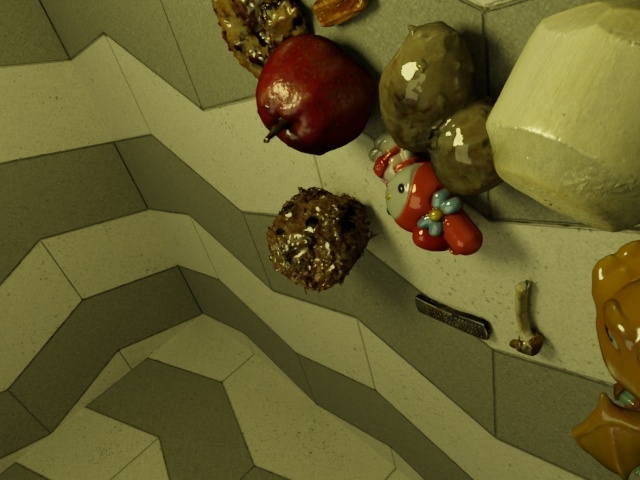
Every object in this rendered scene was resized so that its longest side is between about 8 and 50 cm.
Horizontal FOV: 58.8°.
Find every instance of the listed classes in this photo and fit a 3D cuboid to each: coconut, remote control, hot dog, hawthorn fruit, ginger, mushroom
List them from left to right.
[{"bbox_3d":[-0.026,-0.262,1.064,0.210,0.266,0.230,-28,104,45],"label":"hawthorn fruit"},{"bbox_3d":[0.039,-0.418,0.997,0.144,0.038,0.062,3,124,55],"label":"hot dog"},{"bbox_3d":[0.313,0.181,1.356,0.212,0.028,0.059,20,137,46],"label":"remote control"},{"bbox_3d":[0.224,-0.185,0.898,0.304,0.155,0.244,39,146,7],"label":"ginger"},{"bbox_3d":[0.408,0.157,1.139,0.060,0.061,0.187,25,140,52],"label":"mushroom"},{"bbox_3d":[0.332,-0.156,0.652,0.237,0.266,0.237,29,-168,-7],"label":"coconut"}]

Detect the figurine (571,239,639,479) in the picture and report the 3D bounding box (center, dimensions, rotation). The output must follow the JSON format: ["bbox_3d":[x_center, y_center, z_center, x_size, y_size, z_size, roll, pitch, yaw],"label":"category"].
[{"bbox_3d":[0.539,0.206,0.746,0.387,0.268,0.401,49,164,-22],"label":"figurine"}]

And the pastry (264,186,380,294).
[{"bbox_3d":[0.000,0.000,1.365,0.275,0.275,0.193,30,169,37],"label":"pastry"}]

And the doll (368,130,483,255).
[{"bbox_3d":[0.195,-0.080,1.080,0.290,0.129,0.161,58,152,21],"label":"doll"}]

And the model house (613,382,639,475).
[{"bbox_3d":[0.575,0.330,1.013,0.149,0.148,0.119,45,162,43],"label":"model house"}]

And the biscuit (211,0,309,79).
[{"bbox_3d":[-0.142,-0.469,1.180,0.289,0.081,0.334,44,155,16],"label":"biscuit"}]
